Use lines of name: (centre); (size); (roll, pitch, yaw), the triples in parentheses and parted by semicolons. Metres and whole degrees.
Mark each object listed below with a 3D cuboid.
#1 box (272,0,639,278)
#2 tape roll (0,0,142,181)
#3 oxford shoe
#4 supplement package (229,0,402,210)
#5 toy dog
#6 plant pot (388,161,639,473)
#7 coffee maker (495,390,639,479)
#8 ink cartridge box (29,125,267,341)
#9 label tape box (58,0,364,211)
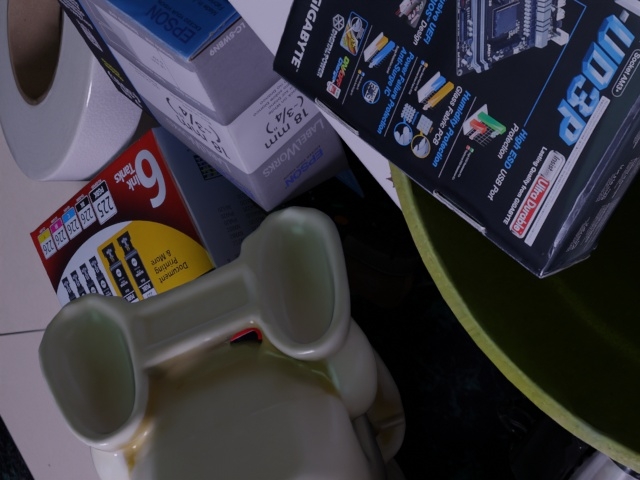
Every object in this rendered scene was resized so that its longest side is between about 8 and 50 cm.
box: (0.082, -0.123, 0.383); (0.175, 0.051, 0.220); (40, 127, 27)
tape roll: (-0.305, -0.262, 1.107); (0.392, 0.072, 0.392); (6, 98, 54)
oxford shoe: (0.000, 0.000, 0.972); (0.227, 0.082, 0.096); (36, 131, 32)
supplement package: (0.092, -0.164, 0.669); (0.177, 0.175, 0.293); (-16, 127, 41)
toy dog: (-0.015, 0.230, 0.897); (0.395, 0.284, 0.408); (56, 174, 41)
plant pot: (0.282, -0.097, 0.488); (0.366, 0.353, 0.367); (14, 112, 40)
coffee maker: (0.234, 0.142, 0.771); (0.171, 0.120, 0.178); (42, 127, 27)
ink cartridge box: (-0.175, 0.042, 1.112); (0.309, 0.130, 0.272); (-30, 83, 44)
label tape box: (-0.105, -0.148, 0.870); (0.240, 0.106, 0.334); (38, 167, 28)
